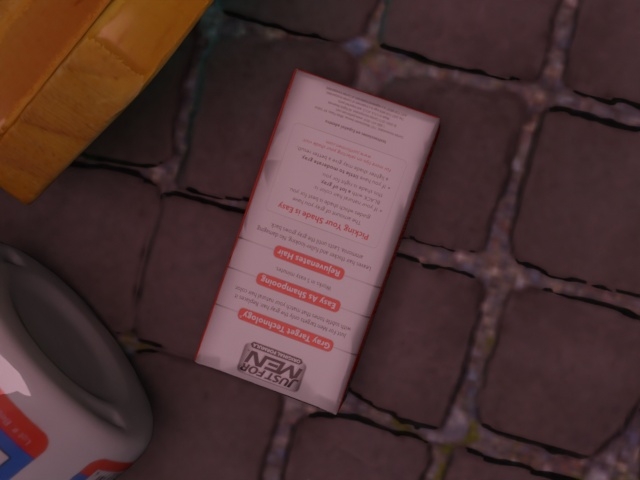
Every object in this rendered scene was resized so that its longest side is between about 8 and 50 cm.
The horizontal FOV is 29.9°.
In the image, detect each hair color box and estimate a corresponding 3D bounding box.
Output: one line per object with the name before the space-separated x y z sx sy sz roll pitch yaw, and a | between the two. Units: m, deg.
hair color box | 0.000 0.000 0.552 0.072 0.043 0.141 20 93 5

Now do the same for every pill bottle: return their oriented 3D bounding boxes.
pill bottle | -0.195 0.112 0.537 0.221 0.124 0.124 -39 88 6

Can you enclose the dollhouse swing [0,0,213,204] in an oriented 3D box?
dollhouse swing | -0.130 -0.228 0.365 0.347 0.305 0.315 39 77 -16
